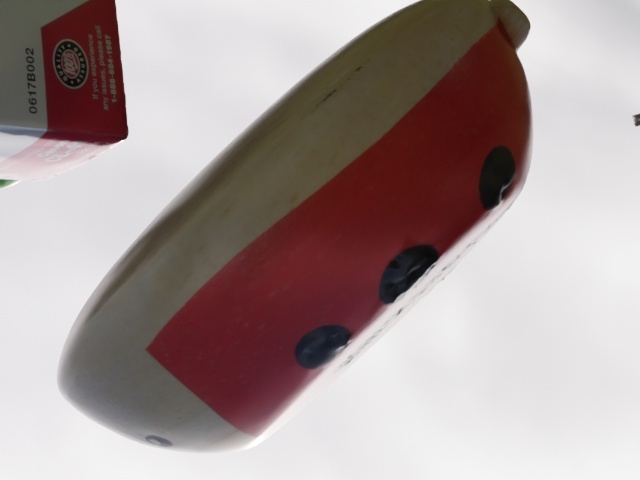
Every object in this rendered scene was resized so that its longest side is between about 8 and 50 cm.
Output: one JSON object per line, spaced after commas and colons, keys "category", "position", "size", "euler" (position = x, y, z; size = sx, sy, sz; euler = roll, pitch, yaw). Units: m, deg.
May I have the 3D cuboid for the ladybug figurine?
{"category": "ladybug figurine", "position": [0.000, 0.000, 1.362], "size": [0.162, 0.449, 0.305], "euler": [47, -169, 8]}

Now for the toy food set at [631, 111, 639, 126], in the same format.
{"category": "toy food set", "position": [0.310, -0.126, 1.488], "size": [0.078, 0.122, 0.019], "euler": [-58, -53, -77]}

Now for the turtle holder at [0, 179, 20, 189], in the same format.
{"category": "turtle holder", "position": [-0.390, -0.085, 1.427], "size": [0.243, 0.227, 0.320], "euler": [46, -133, 0]}

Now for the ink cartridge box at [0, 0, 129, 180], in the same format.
{"category": "ink cartridge box", "position": [-0.296, -0.168, 1.244], "size": [0.306, 0.226, 0.131], "euler": [2, 167, -42]}
